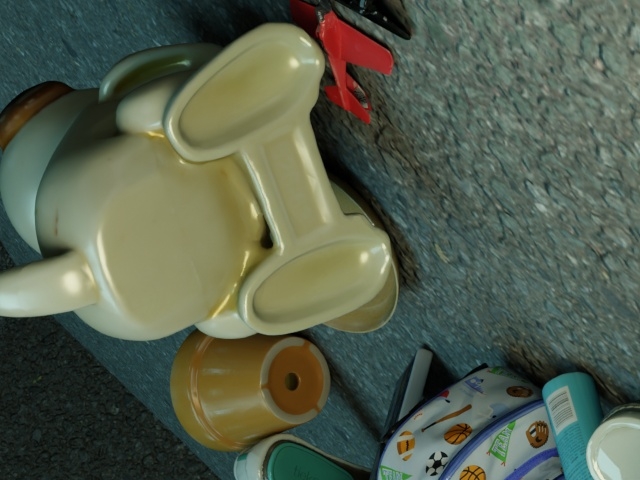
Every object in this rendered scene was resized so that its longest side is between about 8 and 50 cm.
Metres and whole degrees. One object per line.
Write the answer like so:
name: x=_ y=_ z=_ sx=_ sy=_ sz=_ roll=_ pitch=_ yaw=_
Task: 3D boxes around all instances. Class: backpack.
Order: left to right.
backpack: x=0.185 y=0.274 z=1.489 sx=0.213 sy=0.276 sz=0.263 roll=16 pitch=138 yaw=53

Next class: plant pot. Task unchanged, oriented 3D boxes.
plant pot: x=-0.091 y=0.212 z=2.152 sx=0.188 sy=0.205 sz=0.205 roll=-12 pitch=119 yaw=53
plant pot: x=0.000 y=0.000 z=1.619 sx=0.236 sy=0.032 sz=0.236 roll=29 pitch=142 yaw=26

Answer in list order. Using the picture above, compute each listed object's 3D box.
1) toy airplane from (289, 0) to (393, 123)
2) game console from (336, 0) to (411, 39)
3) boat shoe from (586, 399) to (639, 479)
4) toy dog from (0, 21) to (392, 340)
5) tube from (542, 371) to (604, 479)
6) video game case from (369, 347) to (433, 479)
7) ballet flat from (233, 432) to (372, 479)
toy airplane: x=0.016 y=-0.166 z=1.315 sx=0.151 sy=0.028 sz=0.151 roll=45 pitch=163 yaw=17
game console: x=0.022 y=-0.231 z=1.191 sx=0.122 sy=0.071 sz=0.107 roll=35 pitch=128 yaw=36
boat shoe: x=0.381 y=0.253 z=1.266 sx=0.319 sy=0.116 sz=0.099 roll=38 pitch=-156 yaw=11
toy dog: x=-0.179 y=-0.035 z=1.440 sx=0.408 sy=0.395 sz=0.284 roll=21 pitch=145 yaw=60
tube: x=0.253 y=0.222 z=1.341 sx=0.080 sy=0.052 sz=0.207 roll=104 pitch=163 yaw=-49
video game case: x=0.091 y=0.249 z=1.770 sx=0.023 sy=0.201 sz=0.183 roll=17 pitch=160 yaw=0
ballet flat: x=0.031 y=0.404 z=2.193 sx=0.400 sy=0.139 sz=0.139 roll=34 pitch=172 yaw=-29
